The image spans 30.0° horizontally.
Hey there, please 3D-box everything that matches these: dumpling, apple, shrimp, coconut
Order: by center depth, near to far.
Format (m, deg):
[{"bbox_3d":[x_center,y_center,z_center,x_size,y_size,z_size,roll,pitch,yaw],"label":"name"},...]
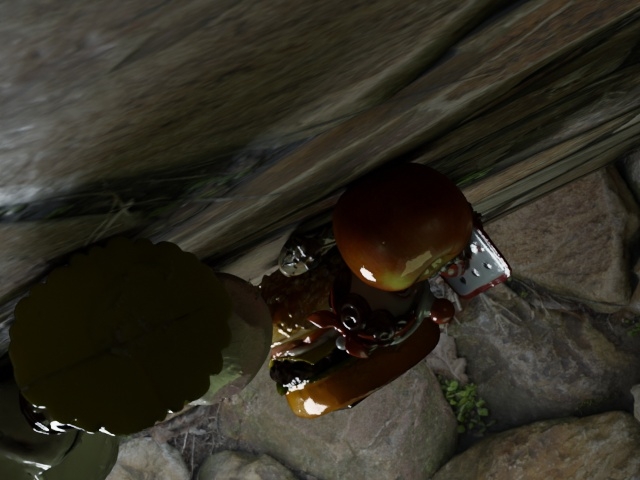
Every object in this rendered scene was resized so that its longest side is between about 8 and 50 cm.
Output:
[{"bbox_3d":[0.094,-0.021,1.409,0.163,0.139,0.163,-34,165,-10],"label":"apple"},{"bbox_3d":[-0.141,0.115,1.454,0.170,0.171,0.183,-27,176,7],"label":"coconut"},{"bbox_3d":[-0.364,0.234,1.571,0.395,0.233,0.316,-43,-165,56],"label":"dumpling"},{"bbox_3d":[-0.001,-0.002,1.596,0.143,0.052,0.251,-37,-179,2],"label":"shrimp"}]

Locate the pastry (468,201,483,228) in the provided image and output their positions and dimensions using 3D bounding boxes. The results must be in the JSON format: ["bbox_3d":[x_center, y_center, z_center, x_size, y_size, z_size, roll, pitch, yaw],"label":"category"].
[{"bbox_3d":[0.191,-0.033,1.864,0.115,0.097,0.208,-34,174,11],"label":"pastry"}]

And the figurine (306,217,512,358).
[{"bbox_3d":[0.088,0.054,1.534,0.226,0.183,0.160,-38,179,-24],"label":"figurine"}]

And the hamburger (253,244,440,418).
[{"bbox_3d":[0.022,0.120,1.788,0.291,0.225,0.291,-30,-174,3],"label":"hamburger"}]

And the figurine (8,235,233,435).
[{"bbox_3d":[-0.214,0.123,1.128,0.187,0.168,0.315,-53,-175,-26],"label":"figurine"}]
